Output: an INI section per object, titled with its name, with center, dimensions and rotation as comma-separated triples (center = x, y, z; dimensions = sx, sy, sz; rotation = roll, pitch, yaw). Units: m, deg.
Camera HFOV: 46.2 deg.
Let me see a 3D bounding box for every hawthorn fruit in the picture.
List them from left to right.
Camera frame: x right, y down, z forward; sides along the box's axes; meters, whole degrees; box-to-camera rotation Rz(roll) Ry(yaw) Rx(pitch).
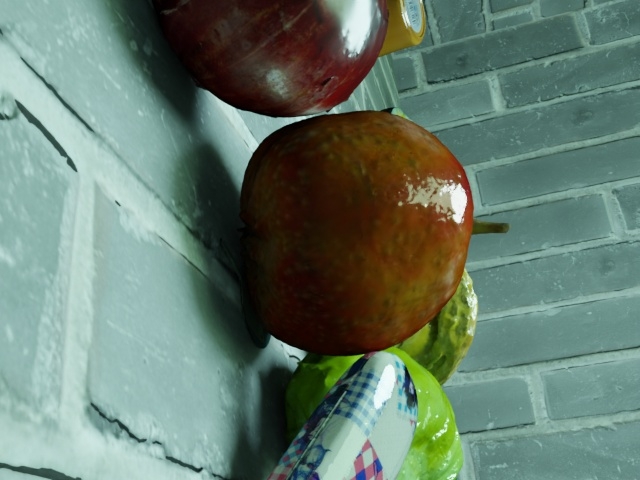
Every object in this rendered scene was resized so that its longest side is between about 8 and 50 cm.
[hawthorn fruit]
center = 0.068, -0.009, 0.887
dimensions = 0.287, 0.331, 0.287
rotation = 176, -90, -79

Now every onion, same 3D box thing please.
[onion]
center = -0.058, -0.262, 0.820
dimensions = 0.276, 0.276, 0.276
rotation = -11, 90, -78

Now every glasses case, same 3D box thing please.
[glasses case]
center = 0.010, 0.252, 0.765
dimensions = 0.327, 0.076, 0.125
rotation = -51, 127, -38

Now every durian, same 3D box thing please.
[durian]
center = 0.070, 0.256, 1.002
dimensions = 0.255, 0.205, 0.339
rotation = -62, 140, -53

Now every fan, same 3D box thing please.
[fan]
center = -0.088, 0.058, 0.915
dimensions = 0.113, 0.005, 0.175
rotation = -89, 162, -45

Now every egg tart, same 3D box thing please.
[egg tart]
center = 0.099, 0.110, 1.157
dimensions = 0.123, 0.294, 0.293
rotation = 4, 73, -49

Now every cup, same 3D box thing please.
[cup]
center = 0.036, -0.399, 1.342
dimensions = 0.226, 0.264, 0.182
rotation = 35, 52, -56

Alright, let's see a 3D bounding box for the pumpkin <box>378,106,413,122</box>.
[pumpkin]
center = 0.110, -0.106, 1.530
dimensions = 0.263, 0.197, 0.292
rotation = 52, 33, -37
